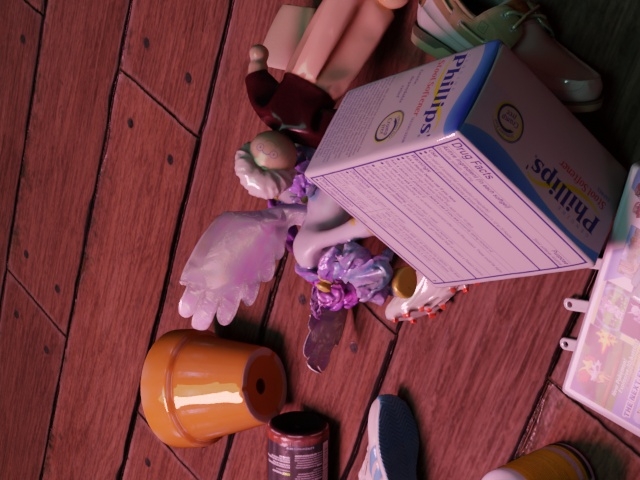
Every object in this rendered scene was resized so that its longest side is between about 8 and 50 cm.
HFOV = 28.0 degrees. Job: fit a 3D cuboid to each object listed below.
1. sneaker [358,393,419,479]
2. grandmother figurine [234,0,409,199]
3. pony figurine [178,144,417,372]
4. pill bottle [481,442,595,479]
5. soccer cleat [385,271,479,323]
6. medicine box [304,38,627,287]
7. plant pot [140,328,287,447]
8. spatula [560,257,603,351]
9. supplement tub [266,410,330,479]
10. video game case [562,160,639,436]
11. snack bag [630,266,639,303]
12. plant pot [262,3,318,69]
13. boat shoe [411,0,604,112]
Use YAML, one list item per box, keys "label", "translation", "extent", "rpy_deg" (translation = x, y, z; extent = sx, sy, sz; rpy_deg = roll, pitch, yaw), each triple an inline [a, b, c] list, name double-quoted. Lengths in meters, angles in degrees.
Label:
- label: "sneaker"
  translation: [0.098, 0.347, 1.969]
  extent: [0.092, 0.087, 0.229]
  rpy_deg: [3, 101, 50]
- label: "grandmother figurine"
  translation: [-0.018, -0.215, 1.791]
  extent: [0.207, 0.104, 0.342]
  rpy_deg: [26, 85, 27]
- label: "pony figurine"
  translation: [0.000, 0.000, 1.882]
  extent: [0.363, 0.302, 0.351]
  rpy_deg: [0, 69, 52]
- label: "pill bottle"
  translation: [0.271, 0.339, 1.690]
  extent: [0.103, 0.184, 0.103]
  rpy_deg: [16, 112, 45]
- label: "soccer cleat"
  translation: [0.159, 0.059, 1.840]
  extent: [0.196, 0.068, 0.076]
  rpy_deg: [-38, 57, 46]
- label: "medicine box"
  translation: [0.180, -0.083, 1.598]
  extent: [0.263, 0.149, 0.289]
  rpy_deg: [40, 150, -27]
- label: "plant pot"
  translation: [-0.168, 0.248, 2.179]
  extent: [0.187, 0.205, 0.205]
  rpy_deg: [-7, 95, 34]
- label: "spatula"
  translation: [0.396, 0.088, 1.609]
  extent: [0.242, 0.019, 0.168]
  rpy_deg: [10, 113, 49]
- label: "supplement tub"
  translation: [-0.038, 0.390, 2.122]
  extent: [0.106, 0.106, 0.198]
  rpy_deg: [20, 115, 45]
- label: "video game case"
  translation: [0.455, 0.111, 1.508]
  extent: [0.300, 0.036, 0.329]
  rpy_deg: [30, 123, 33]
- label: "snack bag"
  translation: [0.527, 0.026, 1.361]
  extent: [0.323, 0.037, 0.343]
  rpy_deg: [43, 128, 25]
- label: "plant pot"
  translation: [-0.015, -0.297, 1.909]
  extent: [0.109, 0.109, 0.096]
  rpy_deg: [19, 102, 45]
- label: "boat shoe"
  translation: [0.234, -0.254, 1.621]
  extent: [0.302, 0.113, 0.103]
  rpy_deg: [33, 125, 37]
